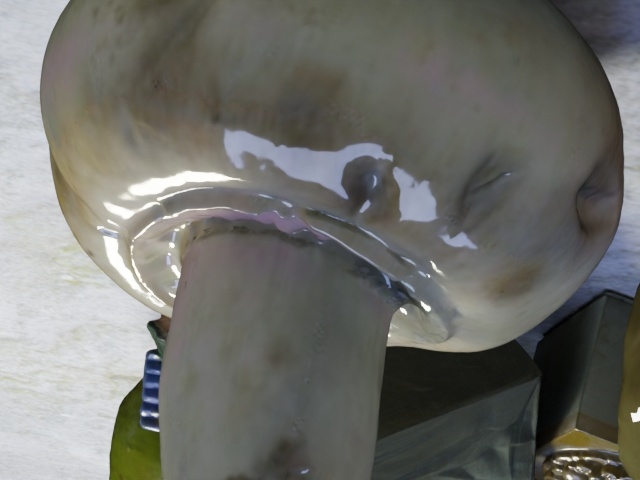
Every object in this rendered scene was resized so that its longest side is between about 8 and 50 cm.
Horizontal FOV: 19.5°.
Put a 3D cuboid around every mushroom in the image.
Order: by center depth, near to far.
[{"bbox_3d":[0.003,-0.026,1.122,0.353,0.353,0.325,16,-172,-1],"label":"mushroom"}]

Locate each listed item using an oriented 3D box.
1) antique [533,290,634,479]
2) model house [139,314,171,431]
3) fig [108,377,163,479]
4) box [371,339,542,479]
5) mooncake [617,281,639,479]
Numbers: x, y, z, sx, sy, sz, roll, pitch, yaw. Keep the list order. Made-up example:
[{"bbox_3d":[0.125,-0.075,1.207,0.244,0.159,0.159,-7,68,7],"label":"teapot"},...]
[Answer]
[{"bbox_3d":[0.254,0.147,1.512,0.152,0.148,0.146,22,154,-8],"label":"antique"},{"bbox_3d":[-0.070,0.091,1.559,0.166,0.172,0.183,12,156,11],"label":"model house"},{"bbox_3d":[-0.088,0.210,1.806,0.225,0.203,0.203,17,158,16],"label":"fig"},{"bbox_3d":[0.035,0.147,1.456,0.231,0.149,0.155,-19,135,-19],"label":"box"},{"bbox_3d":[0.387,0.073,1.213,0.378,0.200,0.378,11,153,6],"label":"mooncake"}]
